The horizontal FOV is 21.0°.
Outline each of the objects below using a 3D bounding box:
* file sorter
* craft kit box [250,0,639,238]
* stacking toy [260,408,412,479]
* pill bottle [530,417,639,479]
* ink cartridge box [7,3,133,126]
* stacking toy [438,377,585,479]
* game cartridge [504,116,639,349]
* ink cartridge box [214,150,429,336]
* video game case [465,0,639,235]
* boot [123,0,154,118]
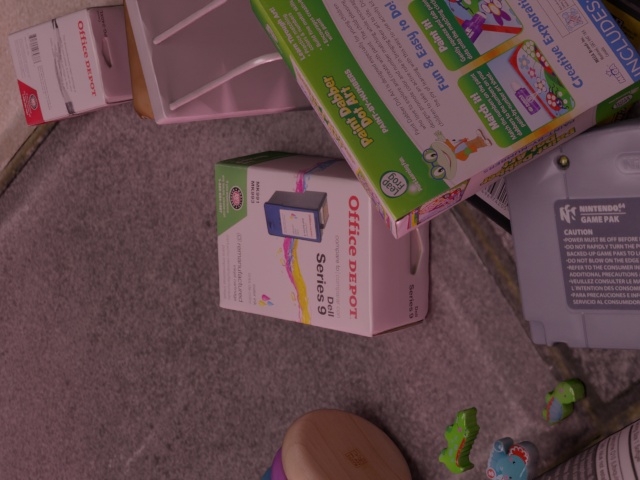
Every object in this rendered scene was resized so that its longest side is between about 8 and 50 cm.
[{"bbox_3d":[-0.063,-0.272,1.609,0.173,0.193,0.278,-23,79,49],"label":"file sorter"},{"bbox_3d":[0.104,-0.166,1.440,0.250,0.246,0.061,59,172,17],"label":"craft kit box"},{"bbox_3d":[-0.039,0.326,1.788,0.141,0.141,0.330,50,128,23],"label":"stacking toy"},{"bbox_3d":[0.281,0.248,1.372,0.363,0.210,0.210,-33,76,21],"label":"pill bottle"},{"bbox_3d":[-0.274,-0.196,1.941,0.150,0.063,0.109,-9,93,44],"label":"ink cartridge box"},{"bbox_3d":[0.166,0.238,1.558,0.052,0.167,0.221,27,116,37],"label":"stacking toy"},{"bbox_3d":[0.296,-0.006,1.431,0.294,0.060,0.196,0,108,36],"label":"game cartridge"},{"bbox_3d":[0.000,0.000,1.711,0.212,0.093,0.154,9,106,40],"label":"ink cartridge box"},{"bbox_3d":[0.160,-0.158,1.563,0.275,0.035,0.248,40,124,31],"label":"video game case"},{"bbox_3d":[-0.199,-0.259,1.822,0.236,0.089,0.269,-3,99,33],"label":"boot"}]
